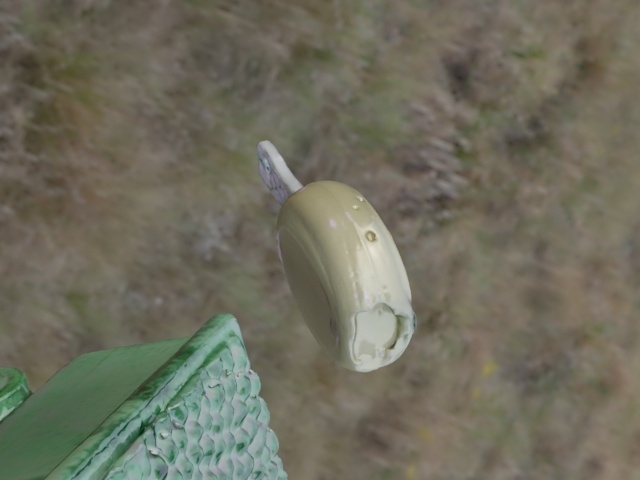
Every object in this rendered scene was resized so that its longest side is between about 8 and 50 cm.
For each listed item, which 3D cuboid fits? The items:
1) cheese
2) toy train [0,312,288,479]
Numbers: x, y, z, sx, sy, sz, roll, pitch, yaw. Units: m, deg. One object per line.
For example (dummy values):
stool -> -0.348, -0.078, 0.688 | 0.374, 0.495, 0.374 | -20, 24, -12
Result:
cheese -> 0.000, 0.000, 1.367 | 0.064, 0.227, 0.137 | -17, 135, -17
toy train -> -0.142, 0.141, 0.805 | 0.266, 0.202, 0.145 | -46, 124, -63
